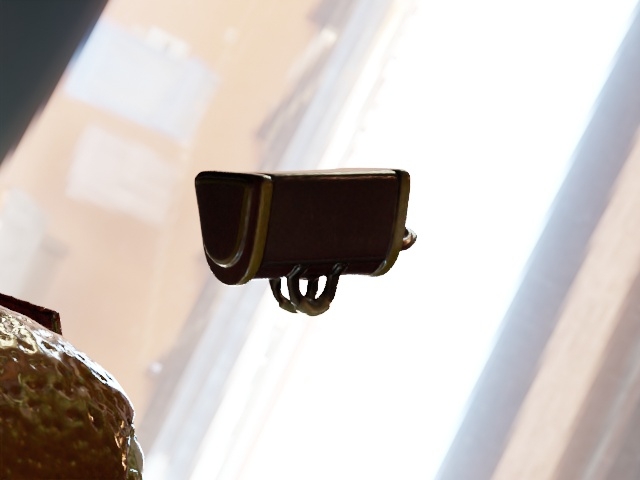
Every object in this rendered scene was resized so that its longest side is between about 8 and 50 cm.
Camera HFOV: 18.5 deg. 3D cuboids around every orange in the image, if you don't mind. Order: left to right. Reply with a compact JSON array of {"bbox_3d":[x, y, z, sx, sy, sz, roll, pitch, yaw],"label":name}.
[{"bbox_3d":[-0.251,0.143,1.023,0.262,0.196,0.334,-31,-170,39],"label":"orange"}]

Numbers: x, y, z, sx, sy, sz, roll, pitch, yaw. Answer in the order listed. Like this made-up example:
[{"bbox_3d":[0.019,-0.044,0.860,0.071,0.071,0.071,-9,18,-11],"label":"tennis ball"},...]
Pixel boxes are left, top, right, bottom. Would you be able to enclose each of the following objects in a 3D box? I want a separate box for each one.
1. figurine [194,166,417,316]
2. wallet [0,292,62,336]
[{"bbox_3d":[0.000,0.000,1.274,0.082,0.154,0.098,0,-90,56],"label":"figurine"},{"bbox_3d":[-0.316,0.079,1.817,0.020,0.196,0.103,-45,143,-43],"label":"wallet"}]
